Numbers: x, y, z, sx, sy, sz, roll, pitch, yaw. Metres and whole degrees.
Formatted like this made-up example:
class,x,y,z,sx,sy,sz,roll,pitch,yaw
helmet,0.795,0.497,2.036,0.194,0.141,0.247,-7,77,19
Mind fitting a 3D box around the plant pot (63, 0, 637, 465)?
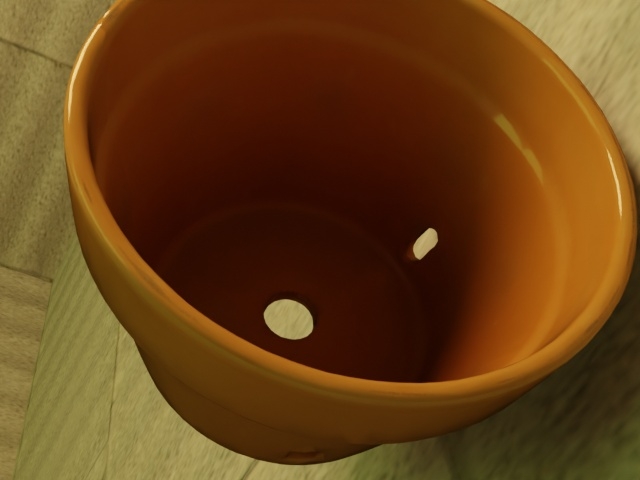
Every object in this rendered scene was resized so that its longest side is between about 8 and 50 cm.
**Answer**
class,x,y,z,sx,sy,sz,roll,pitch,yaw
plant pot,0.000,0.000,0.513,0.203,0.291,0.290,113,165,-53
